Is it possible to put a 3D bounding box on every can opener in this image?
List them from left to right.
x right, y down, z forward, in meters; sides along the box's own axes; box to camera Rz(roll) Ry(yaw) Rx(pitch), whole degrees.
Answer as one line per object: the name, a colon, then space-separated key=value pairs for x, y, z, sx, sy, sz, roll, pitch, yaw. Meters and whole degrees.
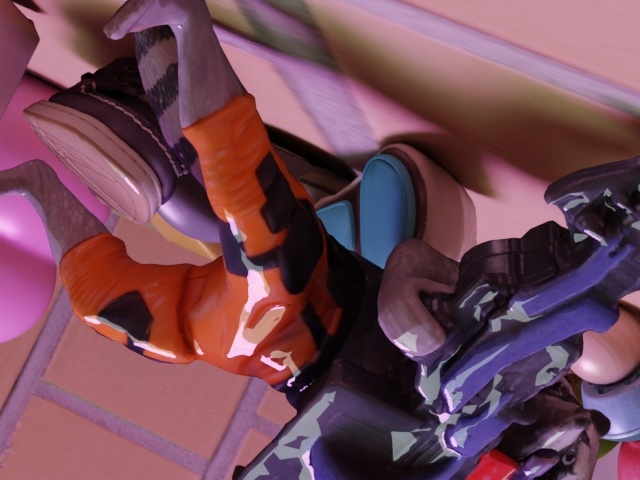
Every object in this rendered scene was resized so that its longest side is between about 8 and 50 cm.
can opener: x=-0.060 y=-0.011 z=1.169 sx=0.074 sy=0.093 sz=0.280 roll=-34 pitch=139 yaw=31

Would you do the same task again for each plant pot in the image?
plant pot: x=-0.120 y=-0.045 z=1.220 sx=0.081 sy=0.081 sz=0.083 roll=20 pitch=161 yaw=45

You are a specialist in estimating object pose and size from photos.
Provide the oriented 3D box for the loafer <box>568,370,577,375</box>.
loafer: x=0.340 y=0.180 z=1.112 sx=0.319 sy=0.111 sz=0.112 roll=21 pitch=173 yaw=39

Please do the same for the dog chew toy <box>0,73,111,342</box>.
dog chew toy: x=-0.331 y=0.004 z=1.266 sx=0.207 sy=0.332 sz=0.206 roll=25 pitch=174 yaw=3

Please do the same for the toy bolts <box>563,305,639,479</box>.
toy bolts: x=0.179 y=0.132 z=1.032 sx=0.228 sy=0.218 sz=0.158 roll=-10 pitch=120 yaw=55

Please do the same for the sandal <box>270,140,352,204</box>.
sandal: x=-0.002 y=-0.001 z=1.034 sx=0.120 sy=0.086 sz=0.303 roll=22 pitch=174 yaw=30

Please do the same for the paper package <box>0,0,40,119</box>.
paper package: x=-0.326 y=-0.061 z=0.722 sx=0.168 sy=0.309 sz=0.325 roll=24 pitch=174 yaw=8

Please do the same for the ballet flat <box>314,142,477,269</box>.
ballet flat: x=0.050 y=-0.009 z=0.813 sx=0.086 sy=0.086 sz=0.248 roll=26 pitch=169 yaw=-13

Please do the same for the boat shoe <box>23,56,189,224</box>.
boat shoe: x=-0.128 y=-0.075 z=0.878 sx=0.103 sy=0.092 sz=0.285 roll=45 pitch=174 yaw=-9

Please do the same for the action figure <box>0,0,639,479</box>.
action figure: x=0.025 y=0.011 z=0.631 sx=0.330 sy=0.341 sz=0.178 roll=42 pitch=-147 yaw=-12

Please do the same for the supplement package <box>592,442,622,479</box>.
supplement package: x=0.208 y=0.157 z=1.357 sx=0.134 sy=0.139 sz=0.244 roll=29 pitch=174 yaw=-33
